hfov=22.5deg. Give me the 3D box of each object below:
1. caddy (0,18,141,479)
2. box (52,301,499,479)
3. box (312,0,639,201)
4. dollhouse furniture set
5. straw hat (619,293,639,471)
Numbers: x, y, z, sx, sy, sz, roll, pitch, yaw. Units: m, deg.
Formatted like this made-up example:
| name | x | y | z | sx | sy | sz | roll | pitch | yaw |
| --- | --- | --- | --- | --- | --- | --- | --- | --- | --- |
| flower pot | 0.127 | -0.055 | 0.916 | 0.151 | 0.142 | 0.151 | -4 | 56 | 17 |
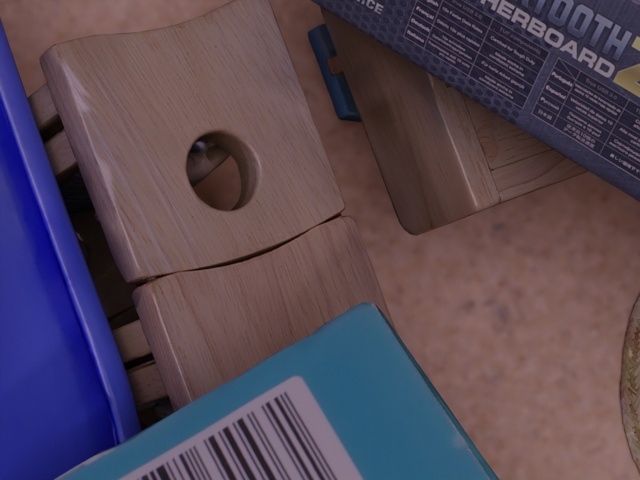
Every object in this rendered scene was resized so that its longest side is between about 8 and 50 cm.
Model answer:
| name | x | y | z | sx | sy | sz | roll | pitch | yaw |
| --- | --- | --- | --- | --- | --- | --- | --- | --- | --- |
| caddy | -0.182 | 0.021 | 0.423 | 0.241 | 0.179 | 0.341 | -20 | 89 | 29 |
| box | 0.016 | 0.123 | 0.412 | 0.100 | 0.244 | 0.060 | -30 | 50 | -3 |
| box | 0.114 | -0.084 | 0.439 | 0.233 | 0.059 | 0.183 | 33 | 48 | 12 |
| dollhouse furniture set | 0.000 | 0.000 | 0.487 | 0.184 | 0.129 | 0.129 | -19 | 88 | -32 |
| straw hat | 0.172 | 0.047 | 0.503 | 0.144 | 0.061 | 0.144 | 0 | 88 | -2 |
